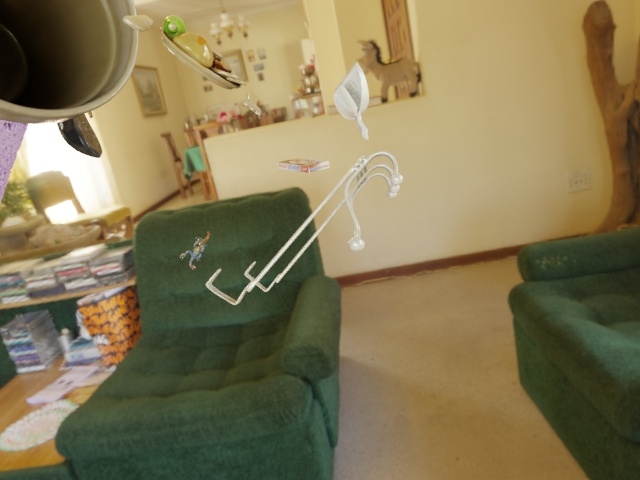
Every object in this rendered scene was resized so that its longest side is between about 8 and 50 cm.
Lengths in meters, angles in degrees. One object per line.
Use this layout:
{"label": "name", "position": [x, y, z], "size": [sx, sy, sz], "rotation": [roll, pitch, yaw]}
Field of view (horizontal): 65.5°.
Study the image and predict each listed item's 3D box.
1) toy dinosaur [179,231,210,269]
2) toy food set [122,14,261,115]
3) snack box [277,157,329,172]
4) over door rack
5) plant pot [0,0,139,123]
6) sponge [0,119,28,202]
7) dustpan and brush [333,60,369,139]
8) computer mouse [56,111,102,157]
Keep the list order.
{"label": "toy dinosaur", "position": [-0.314, 0.034, 1.282], "size": [0.047, 0.082, 0.090], "rotation": [38, 39, 12]}
{"label": "toy food set", "position": [-0.151, -0.246, 0.654], "size": [0.038, 0.192, 0.132], "rotation": [-51, 22, 16]}
{"label": "snack box", "position": [-0.049, -0.204, 1.349], "size": [0.064, 0.022, 0.178], "rotation": [-18, 20, -28]}
{"label": "over door rack", "position": [0.000, 0.000, 0.817], "size": [0.324, 0.108, 0.239], "rotation": [-38, -4, 4]}
{"label": "plant pot", "position": [-0.493, -0.319, 0.754], "size": [0.280, 0.323, 0.323], "rotation": [-4, 18, 41]}
{"label": "sponge", "position": [-0.700, -0.188, 1.066], "size": [0.031, 0.210, 0.117], "rotation": [15, -7, 0]}
{"label": "dustpan and brush", "position": [0.101, -0.383, 1.429], "size": [0.060, 0.211, 0.147], "rotation": [-23, -10, -34]}
{"label": "computer mouse", "position": [-0.617, -0.309, 1.245], "size": [0.060, 0.262, 0.184], "rotation": [-27, 2, 0]}
